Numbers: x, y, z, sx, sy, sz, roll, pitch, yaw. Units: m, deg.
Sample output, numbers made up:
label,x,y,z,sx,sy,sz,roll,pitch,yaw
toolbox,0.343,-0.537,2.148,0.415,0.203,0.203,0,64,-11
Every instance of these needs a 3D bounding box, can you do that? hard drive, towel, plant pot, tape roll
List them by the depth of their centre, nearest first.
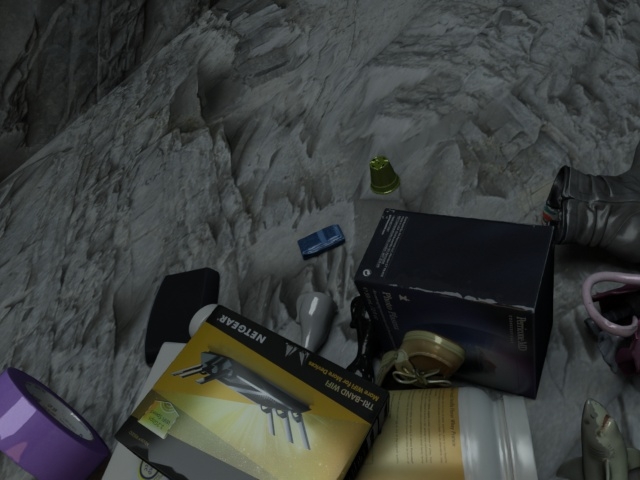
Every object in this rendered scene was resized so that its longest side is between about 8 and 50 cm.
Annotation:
label,x,y,z,sx,sy,sz,roll,pitch,yaw
tape roll,-0.569,0.384,1.075,0.274,0.275,0.090,26,65,38
hard drive,-0.351,0.182,1.316,0.171,0.054,0.255,-11,47,14
towel,0.000,0.000,1.344,0.119,0.029,0.067,-24,44,2
plant pot,0.164,-0.180,1.399,0.083,0.079,0.083,-11,47,13

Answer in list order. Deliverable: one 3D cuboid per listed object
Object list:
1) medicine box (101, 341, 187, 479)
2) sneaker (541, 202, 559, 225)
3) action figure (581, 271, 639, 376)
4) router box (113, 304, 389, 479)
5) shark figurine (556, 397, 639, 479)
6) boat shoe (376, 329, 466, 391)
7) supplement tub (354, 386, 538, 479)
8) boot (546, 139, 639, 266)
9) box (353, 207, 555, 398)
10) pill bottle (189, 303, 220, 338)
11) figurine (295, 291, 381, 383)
label,x,y,z,sx,sy,sz,roll,pitch,yaw
medicine box,-0.202,0.364,0.922,0.149,0.289,0.264,0,50,21
sneaker,0.561,-0.064,1.125,0.161,0.075,0.057,-1,50,23
action figure,0.623,0.078,0.855,0.370,0.276,0.248,-25,37,20
router box,-0.091,0.260,0.746,0.308,0.081,0.243,22,57,22
shark figurine,0.404,0.393,0.796,0.116,0.166,0.278,-8,61,51
boat shoe,0.165,0.232,0.915,0.104,0.285,0.089,28,63,5
supplement tub,0.167,0.350,0.820,0.316,0.228,0.228,-8,48,17
boot,0.595,-0.117,1.069,0.222,0.118,0.338,19,59,8
box,0.252,0.113,0.946,0.293,0.296,0.183,7,53,29
pill bottle,-0.190,0.233,1.153,0.221,0.121,0.121,29,66,39
figurine,0.030,0.219,1.102,0.214,0.092,0.210,0,55,25
